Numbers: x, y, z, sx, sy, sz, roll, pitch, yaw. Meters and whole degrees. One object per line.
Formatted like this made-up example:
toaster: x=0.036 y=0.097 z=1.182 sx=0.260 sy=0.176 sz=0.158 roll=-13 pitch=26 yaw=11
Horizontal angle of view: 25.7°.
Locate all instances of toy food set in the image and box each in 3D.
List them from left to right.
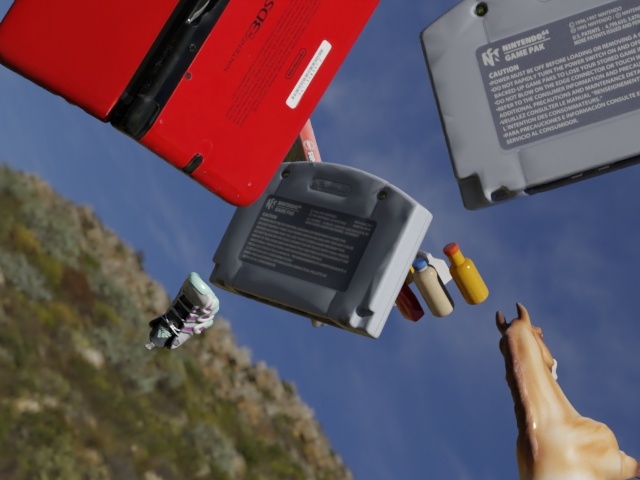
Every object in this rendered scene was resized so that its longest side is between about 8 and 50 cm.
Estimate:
toy food set: x=0.152 y=0.052 z=2.229 sx=0.232 sy=0.111 sz=0.104 roll=20 pitch=-36 yaw=60

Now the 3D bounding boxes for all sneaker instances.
sneaker: x=-0.124 y=0.070 z=1.208 sx=0.038 sy=0.069 sz=0.098 roll=47 pitch=-21 yaw=17

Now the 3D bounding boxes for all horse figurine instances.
horse figurine: x=0.143 y=0.184 z=0.822 sx=0.066 sy=0.263 sz=0.174 roll=-14 pitch=-53 yaw=36

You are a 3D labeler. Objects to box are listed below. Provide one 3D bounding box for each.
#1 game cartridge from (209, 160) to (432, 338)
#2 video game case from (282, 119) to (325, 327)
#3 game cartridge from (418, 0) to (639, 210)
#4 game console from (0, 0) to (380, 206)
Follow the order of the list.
game cartridge: x=0.000 y=0.000 z=1.779 sx=0.297 sy=0.198 sz=0.062 roll=16 pitch=-18 yaw=44
video game case: x=-0.019 y=-0.043 z=1.997 sx=0.204 sy=0.025 sz=0.285 roll=111 pitch=-33 yaw=-63
game cartridge: x=0.241 y=-0.158 z=1.211 sx=0.060 sy=0.294 sz=0.196 roll=9 pitch=66 yaw=-70
game console: x=-0.057 y=-0.109 z=0.659 sx=0.124 sy=0.144 sz=0.085 roll=35 pitch=-5 yaw=-40
